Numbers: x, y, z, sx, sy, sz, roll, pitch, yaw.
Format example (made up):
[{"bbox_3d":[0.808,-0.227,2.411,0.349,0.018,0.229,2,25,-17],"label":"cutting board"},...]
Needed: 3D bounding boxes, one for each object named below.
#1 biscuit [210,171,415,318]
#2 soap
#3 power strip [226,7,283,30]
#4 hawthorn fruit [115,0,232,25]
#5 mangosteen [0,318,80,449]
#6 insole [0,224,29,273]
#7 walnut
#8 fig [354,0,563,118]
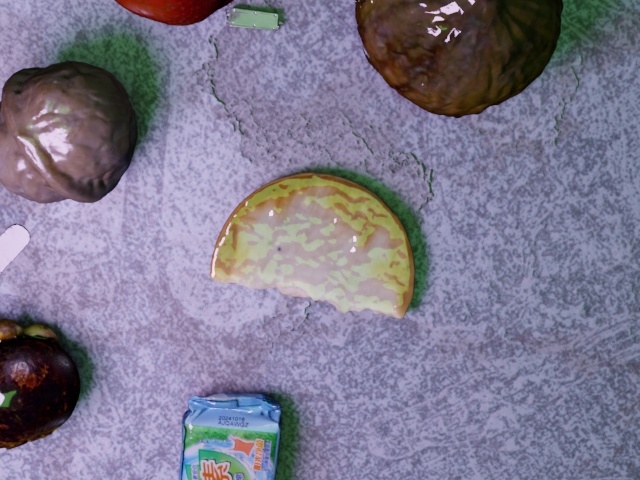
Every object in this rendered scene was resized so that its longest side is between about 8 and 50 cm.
[{"bbox_3d":[0.000,0.000,1.429,0.308,0.040,0.205,12,101,-4],"label":"biscuit"},{"bbox_3d":[-0.144,0.374,1.480,0.156,0.077,0.294,5,100,-2],"label":"soap"},{"bbox_3d":[-0.095,-0.319,1.377,0.083,0.017,0.027,7,102,-2],"label":"power strip"},{"bbox_3d":[-0.218,-0.390,1.265,0.265,0.230,0.210,-4,127,14],"label":"hawthorn fruit"},{"bbox_3d":[-0.460,0.196,1.394,0.192,0.192,0.217,-24,80,4],"label":"mangosteen"},{"bbox_3d":[-0.504,0.032,1.445,0.152,0.002,0.053,-43,99,7],"label":"insole"},{"bbox_3d":[-0.355,-0.146,1.305,0.224,0.224,0.224,0,101,-1],"label":"walnut"},{"bbox_3d":[0.180,-0.310,1.216,0.286,0.368,0.287,0,93,6],"label":"fig"}]
